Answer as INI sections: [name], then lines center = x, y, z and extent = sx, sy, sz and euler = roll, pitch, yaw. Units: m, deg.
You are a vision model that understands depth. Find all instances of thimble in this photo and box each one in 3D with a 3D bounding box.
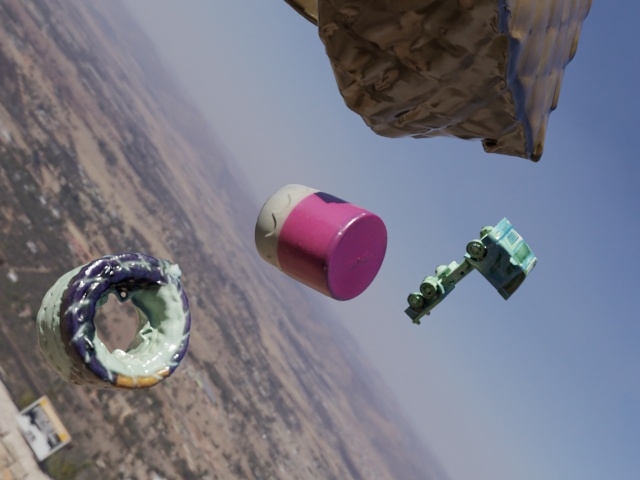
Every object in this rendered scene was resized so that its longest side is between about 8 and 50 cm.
[thimble]
center = -0.330, 0.129, 1.299
extent = 0.150, 0.237, 0.237
euler = -11, -61, 48

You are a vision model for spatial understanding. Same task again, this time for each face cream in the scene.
[face cream]
center = 0.000, 0.000, 1.479
extent = 0.195, 0.175, 0.175
euler = 25, -21, 37

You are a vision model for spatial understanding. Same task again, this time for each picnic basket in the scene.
[picnic basket]
center = 0.060, -0.254, 0.660
extent = 0.337, 0.337, 0.293
euler = 55, 1, 36

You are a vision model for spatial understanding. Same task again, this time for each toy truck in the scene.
[toy truck]
center = 0.179, 0.054, 0.961
extent = 0.081, 0.175, 0.067
euler = 48, 35, 6
